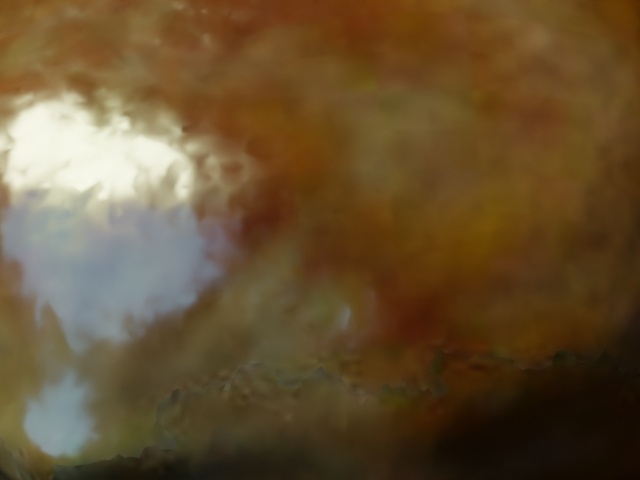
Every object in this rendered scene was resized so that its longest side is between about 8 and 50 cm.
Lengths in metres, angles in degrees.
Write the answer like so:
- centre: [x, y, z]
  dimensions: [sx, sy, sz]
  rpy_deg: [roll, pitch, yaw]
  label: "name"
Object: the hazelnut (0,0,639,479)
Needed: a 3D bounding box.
- centre: [0.004, -0.002, 0.613]
  dimensions: [0.366, 0.366, 0.365]
  rpy_deg: [-14, 67, 37]
  label: "hazelnut"
